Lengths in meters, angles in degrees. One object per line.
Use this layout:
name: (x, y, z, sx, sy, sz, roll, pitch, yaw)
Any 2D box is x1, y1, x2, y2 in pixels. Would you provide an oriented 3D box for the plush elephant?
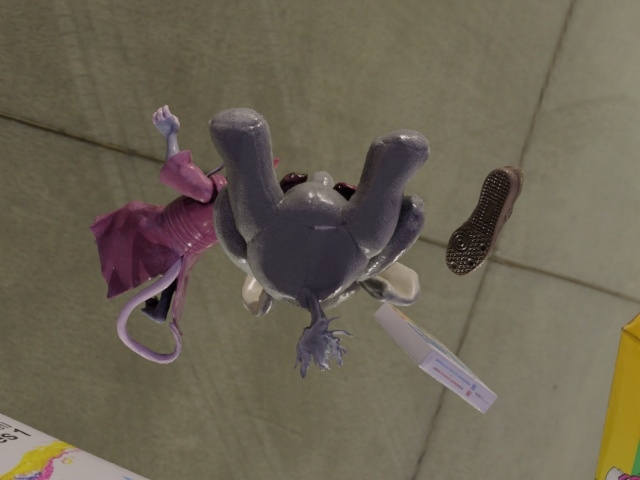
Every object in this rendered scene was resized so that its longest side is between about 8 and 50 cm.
plush elephant: (0.000, 0.000, 1.277, 0.272, 0.255, 0.330, 0, 92, 1)

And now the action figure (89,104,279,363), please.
action figure: (-0.216, -0.026, 1.539, 0.370, 0.276, 0.248, -36, 128, 29)

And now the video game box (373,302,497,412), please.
video game box: (0.209, 0.213, 1.772, 0.048, 0.205, 0.187, -48, 120, 2)

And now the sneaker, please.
sneaker: (0.255, -0.027, 1.440, 0.071, 0.066, 0.188, -16, 139, -50)

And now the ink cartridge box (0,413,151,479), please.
ink cartridge box: (-0.204, 0.206, 0.598, 0.201, 0.278, 0.117, -1, 108, -70)

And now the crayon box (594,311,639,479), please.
crayon box: (0.388, 0.236, 0.803, 0.106, 0.313, 0.363, -36, 143, -22)
